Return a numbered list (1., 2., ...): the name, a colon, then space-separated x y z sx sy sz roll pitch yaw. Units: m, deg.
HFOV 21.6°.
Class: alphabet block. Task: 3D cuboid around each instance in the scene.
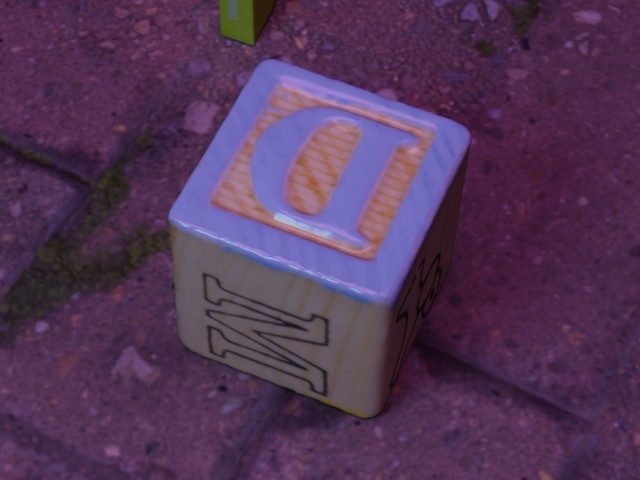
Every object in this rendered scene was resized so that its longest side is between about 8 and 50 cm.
1. alphabet block: 0.000 0.000 1.394 0.193 0.197 0.192 22 58 12

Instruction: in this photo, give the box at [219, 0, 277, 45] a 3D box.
1. box: -0.061 -0.284 1.593 0.042 0.178 0.109 18 57 10
